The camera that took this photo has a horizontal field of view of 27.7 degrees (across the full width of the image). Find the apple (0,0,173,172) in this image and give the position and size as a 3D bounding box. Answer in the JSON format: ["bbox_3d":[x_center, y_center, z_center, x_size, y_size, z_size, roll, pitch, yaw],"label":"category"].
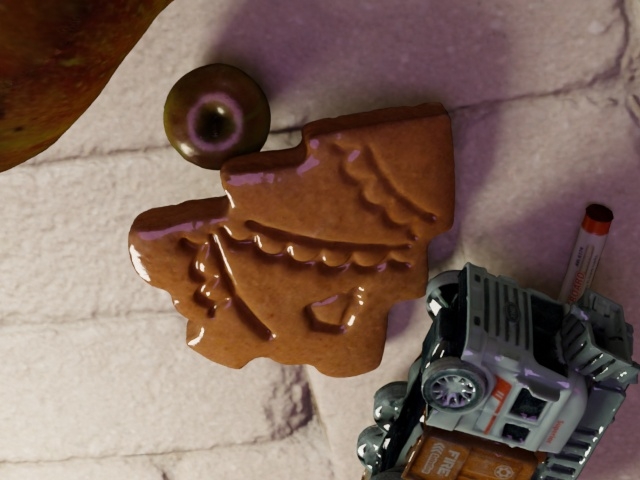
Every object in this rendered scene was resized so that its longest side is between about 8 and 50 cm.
[{"bbox_3d":[-0.247,-0.238,0.848,0.374,0.374,0.384,41,113,-15],"label":"apple"}]

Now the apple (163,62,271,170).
[{"bbox_3d":[-0.084,-0.102,1.064,0.089,0.074,0.090,4,119,7],"label":"apple"}]

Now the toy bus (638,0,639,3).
[{"bbox_3d":[0.345,-0.129,0.877,0.179,0.143,0.305,-12,148,35],"label":"toy bus"}]

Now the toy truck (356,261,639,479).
[{"bbox_3d":[0.149,0.163,1.136,0.184,0.133,0.338,17,127,-6],"label":"toy truck"}]

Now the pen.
[{"bbox_3d":[0.216,0.066,1.141,0.026,0.026,0.218,12,122,2],"label":"pen"}]

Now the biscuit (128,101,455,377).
[{"bbox_3d":[0.000,0.000,1.087,0.284,0.043,0.306,29,117,-31],"label":"biscuit"}]
